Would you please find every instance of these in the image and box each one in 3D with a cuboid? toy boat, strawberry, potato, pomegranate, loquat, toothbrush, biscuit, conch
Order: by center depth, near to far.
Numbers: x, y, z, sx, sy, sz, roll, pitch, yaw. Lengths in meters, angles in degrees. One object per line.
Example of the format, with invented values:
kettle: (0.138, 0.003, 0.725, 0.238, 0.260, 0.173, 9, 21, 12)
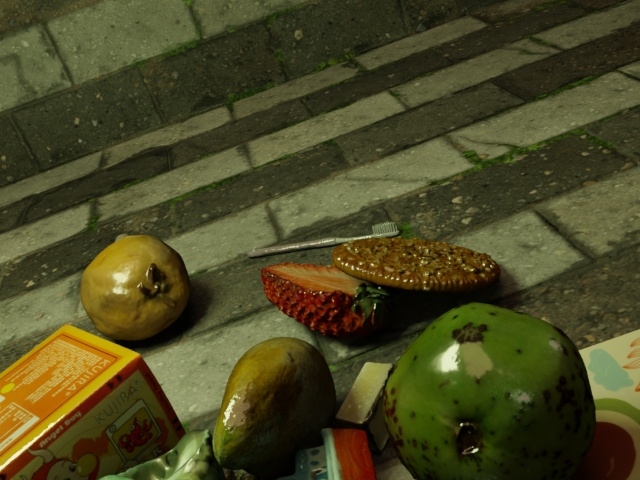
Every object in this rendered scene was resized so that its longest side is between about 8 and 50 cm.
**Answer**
pomegranate: (0.181, 0.169, 0.774, 0.214, 0.214, 0.248, -8, -3, 20)
toy boat: (0.013, 0.357, 0.816, 0.133, 0.145, 0.332, -9, 23, -1)
conch: (-0.197, 0.316, 0.869, 0.188, 0.122, 0.176, -15, 21, -25)
potato: (0.077, 0.240, 1.060, 0.061, 0.086, 0.122, 3, 41, 31)
biscuit: (0.169, 0.034, 1.287, 0.305, 0.038, 0.305, 4, 12, -1)
strawberry: (0.023, 0.106, 1.292, 0.286, 0.106, 0.188, 6, 13, 34)
loquat: (-0.376, 0.096, 1.484, 0.238, 0.193, 0.238, -24, 23, 11)
toothbrush: (0.000, 0.000, 1.590, 0.353, 0.029, 0.024, -9, 16, 19)

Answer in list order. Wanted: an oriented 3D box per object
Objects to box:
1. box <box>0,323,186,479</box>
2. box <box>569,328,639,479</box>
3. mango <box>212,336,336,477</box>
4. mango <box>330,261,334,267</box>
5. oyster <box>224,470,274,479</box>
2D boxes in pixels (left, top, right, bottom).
box: (-0.354, 0.315, 1.009, 0.213, 0.260, 0.283, 9, 39, 43)
box: (0.354, 0.268, 0.794, 0.385, 0.122, 0.344, -19, 28, 0)
mango: (-0.068, 0.228, 0.990, 0.146, 0.193, 0.316, 11, -1, 17)
mango: (0.074, 0.038, 1.443, 0.127, 0.063, 0.077, -29, 21, -20)
oyster: (-0.149, 0.391, 0.931, 0.259, 0.092, 0.198, -23, 32, -14)
